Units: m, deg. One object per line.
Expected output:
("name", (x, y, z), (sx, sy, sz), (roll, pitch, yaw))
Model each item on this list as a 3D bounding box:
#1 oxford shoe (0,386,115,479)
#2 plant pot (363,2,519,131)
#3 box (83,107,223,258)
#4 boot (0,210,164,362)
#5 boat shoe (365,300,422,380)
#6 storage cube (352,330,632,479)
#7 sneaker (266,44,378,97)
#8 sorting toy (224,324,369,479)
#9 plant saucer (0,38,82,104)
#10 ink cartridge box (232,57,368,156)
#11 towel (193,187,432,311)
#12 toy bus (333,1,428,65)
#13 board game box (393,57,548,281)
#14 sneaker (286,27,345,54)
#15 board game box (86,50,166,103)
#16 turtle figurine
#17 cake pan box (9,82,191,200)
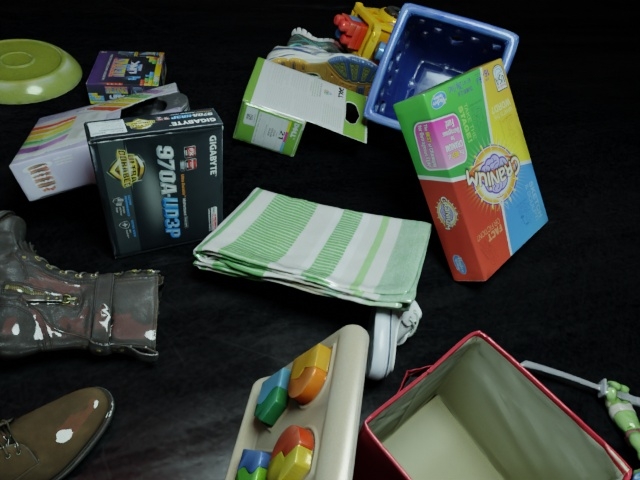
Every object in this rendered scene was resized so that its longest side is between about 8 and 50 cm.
("oxford shoe", (-0.324, 0.223, 0.506), (0.083, 0.096, 0.227), (38, 49, 25))
("plant pot", (0.245, -0.322, 1.028), (0.236, 0.235, 0.212), (21, 9, 9))
("box", (-0.236, -0.081, 0.724), (0.175, 0.220, 0.051), (-13, 49, -24))
("boot", (-0.336, 0.063, 0.673), (0.229, 0.091, 0.262), (-3, 52, -22))
("boat shoe", (0.113, 0.105, 0.717), (0.076, 0.083, 0.226), (12, 45, 1))
("storage cube", (0.149, 0.250, 0.513), (0.184, 0.193, 0.215), (-27, 57, -32))
("sneaker", (0.014, -0.425, 1.180), (0.297, 0.111, 0.130), (6, 46, -7))
("sorting toy", (-0.038, 0.201, 0.524), (0.038, 0.208, 0.192), (35, 42, -20))
("plant saucer", (-0.643, -0.371, 1.039), (0.241, 0.037, 0.240), (6, 47, -6))
("ink cartridge box", (-0.035, -0.264, 1.030), (0.256, 0.097, 0.188), (17, 45, -11))
("towel", (0.000, 0.000, 0.768), (0.325, 0.038, 0.247), (11, 32, 13))
("toy bus", (0.139, -0.496, 1.218), (0.212, 0.149, 0.220), (-2, 48, -34))
("board game box", (0.271, -0.124, 0.840), (0.242, 0.316, 0.064), (-33, 17, -34))
("sneaker", (-0.016, -0.499, 1.289), (0.167, 0.065, 0.076), (23, 63, 14))
("board game box", (-0.412, -0.354, 1.052), (0.141, 0.048, 0.170), (-2, 43, -11))
("turtle figurine", (0.475, 0.206, 0.625), (0.267, 0.197, 0.274), (-9, 53, -25))
("cake pan box", (-0.344, -0.176, 0.813), (0.267, 0.070, 0.245), (-17, 36, -8))
